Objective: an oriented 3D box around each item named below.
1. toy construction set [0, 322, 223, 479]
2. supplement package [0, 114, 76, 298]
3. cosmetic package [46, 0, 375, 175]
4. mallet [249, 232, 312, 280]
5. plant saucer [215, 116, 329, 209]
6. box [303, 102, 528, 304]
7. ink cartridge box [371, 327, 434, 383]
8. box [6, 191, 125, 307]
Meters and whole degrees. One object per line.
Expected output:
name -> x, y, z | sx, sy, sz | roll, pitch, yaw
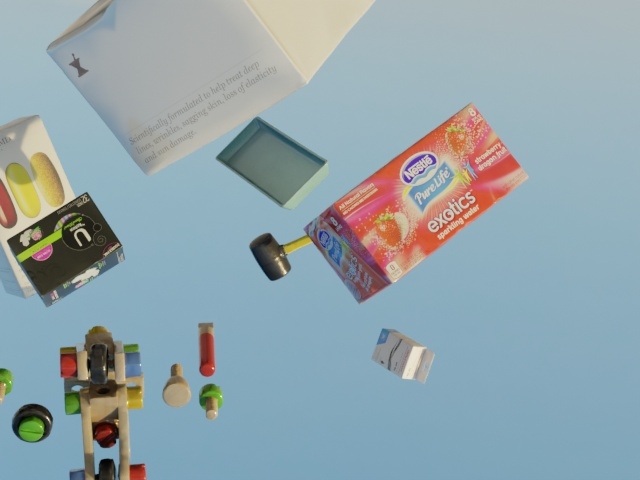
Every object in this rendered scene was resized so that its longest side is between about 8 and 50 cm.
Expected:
toy construction set -> -0.287, 0.202, 2.394 | 0.308, 0.257, 0.237 | -24, -154, 8
supplement package -> -0.452, -0.052, 2.459 | 0.139, 0.244, 0.134 | -27, -168, -20
cosmetic package -> -0.056, -0.247, 1.507 | 0.217, 0.156, 0.385 | -26, -160, 39
mallet -> 0.000, 0.000, 2.182 | 0.189, 0.062, 0.039 | -18, -159, 13
plant saucer -> -0.050, -0.080, 1.700 | 0.067, 0.018, 0.192 | -45, -151, -5
box -> 0.123, -0.048, 2.085 | 0.257, 0.128, 0.122 | -36, 178, -25
ink cartridge box -> 0.112, 0.157, 2.203 | 0.028, 0.048, 0.083 | 9, -167, -43
box -> -0.223, 0.009, 1.425 | 0.083, 0.062, 0.052 | -33, 170, -12
